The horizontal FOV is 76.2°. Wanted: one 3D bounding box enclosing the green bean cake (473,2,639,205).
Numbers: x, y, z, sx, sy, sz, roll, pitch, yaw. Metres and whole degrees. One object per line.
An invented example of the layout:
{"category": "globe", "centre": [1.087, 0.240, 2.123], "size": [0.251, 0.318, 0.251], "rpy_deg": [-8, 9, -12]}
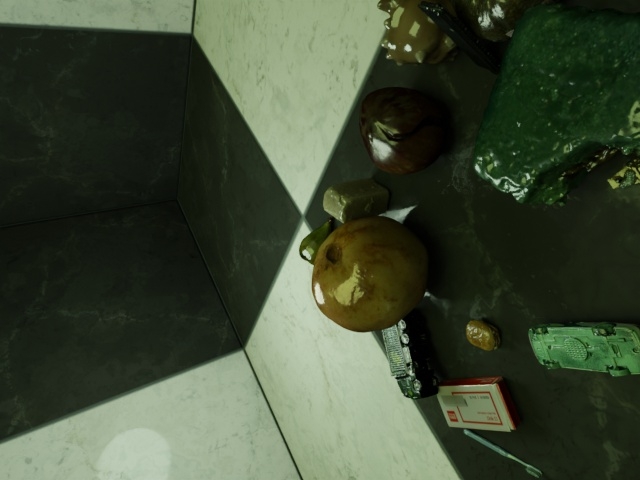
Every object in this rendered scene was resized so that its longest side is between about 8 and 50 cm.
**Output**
{"category": "green bean cake", "centre": [0.433, -0.202, 0.673], "size": [0.300, 0.169, 0.308], "rpy_deg": [53, 140, 47]}

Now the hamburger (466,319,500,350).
{"category": "hamburger", "centre": [0.409, 0.238, 1.029], "size": [0.083, 0.044, 0.076], "rpy_deg": [17, 116, 57]}

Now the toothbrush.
{"category": "toothbrush", "centre": [0.474, 0.557, 1.079], "size": [0.219, 0.019, 0.016], "rpy_deg": [13, 118, 55]}

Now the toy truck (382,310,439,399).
{"category": "toy truck", "centre": [0.261, 0.331, 1.212], "size": [0.121, 0.088, 0.259], "rpy_deg": [-37, 59, 55]}

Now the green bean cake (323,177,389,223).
{"category": "green bean cake", "centre": [0.109, -0.122, 1.223], "size": [0.109, 0.179, 0.085], "rpy_deg": [45, 138, 43]}

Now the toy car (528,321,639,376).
{"category": "toy car", "centre": [0.525, 0.205, 0.806], "size": [0.224, 0.076, 0.090], "rpy_deg": [-27, 81, 65]}

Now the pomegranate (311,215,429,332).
{"category": "pomegranate", "centre": [0.146, 0.100, 1.158], "size": [0.338, 0.338, 0.339], "rpy_deg": [28, 125, 50]}

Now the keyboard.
{"category": "keyboard", "centre": [0.282, -0.402, 0.811], "size": [0.023, 0.231, 0.072], "rpy_deg": [-56, 43, 20]}

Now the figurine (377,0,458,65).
{"category": "figurine", "centre": [0.208, -0.496, 0.923], "size": [0.247, 0.172, 0.177], "rpy_deg": [63, 146, 18]}

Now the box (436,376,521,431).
{"category": "box", "centre": [0.414, 0.435, 1.092], "size": [0.229, 0.050, 0.123], "rpy_deg": [-34, 73, 57]}

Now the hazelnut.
{"category": "hazelnut", "centre": [0.191, -0.265, 1.015], "size": [0.234, 0.217, 0.218], "rpy_deg": [47, 138, 34]}

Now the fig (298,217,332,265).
{"category": "fig", "centre": [-0.017, 0.005, 1.523], "size": [0.133, 0.126, 0.185], "rpy_deg": [-130, 34, -56]}

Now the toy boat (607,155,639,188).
{"category": "toy boat", "centre": [0.547, -0.128, 0.661], "size": [0.149, 0.048, 0.047], "rpy_deg": [-39, 70, 56]}

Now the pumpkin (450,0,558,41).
{"category": "pumpkin", "centre": [0.325, -0.504, 0.724], "size": [0.260, 0.189, 0.261], "rpy_deg": [27, 123, 52]}
